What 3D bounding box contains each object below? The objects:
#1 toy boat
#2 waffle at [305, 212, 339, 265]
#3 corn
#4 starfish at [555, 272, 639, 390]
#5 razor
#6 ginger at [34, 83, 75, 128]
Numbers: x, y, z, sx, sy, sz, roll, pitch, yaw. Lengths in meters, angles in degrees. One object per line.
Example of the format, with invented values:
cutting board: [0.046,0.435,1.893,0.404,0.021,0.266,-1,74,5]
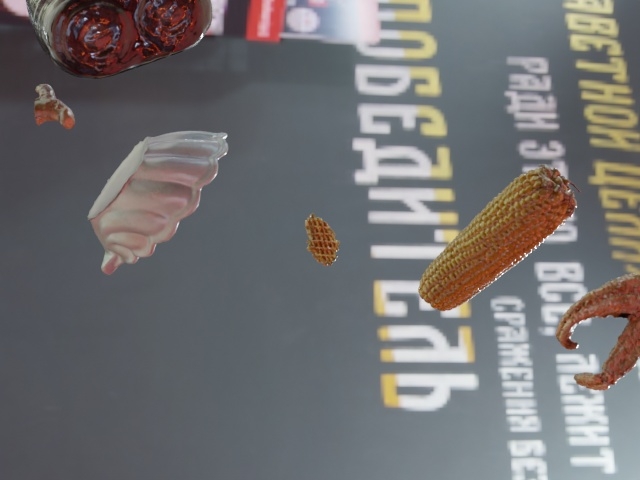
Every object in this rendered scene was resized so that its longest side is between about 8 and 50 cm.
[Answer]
toy boat: [-0.250,-0.069,1.664,0.290,0.100,0.199,-43,-156,34]
waffle: [0.001,0.002,1.855,0.016,0.078,0.085,-27,-141,37]
corn: [0.278,0.001,1.826,0.305,0.106,0.106,-45,-149,27]
starfish: [0.310,0.059,1.024,0.053,0.210,0.150,31,-48,60]
razor: [-0.256,-0.295,1.403,0.349,0.204,0.113,-127,-159,-60]
ginger: [-0.364,-0.174,1.518,0.097,0.048,0.030,46,6,34]
